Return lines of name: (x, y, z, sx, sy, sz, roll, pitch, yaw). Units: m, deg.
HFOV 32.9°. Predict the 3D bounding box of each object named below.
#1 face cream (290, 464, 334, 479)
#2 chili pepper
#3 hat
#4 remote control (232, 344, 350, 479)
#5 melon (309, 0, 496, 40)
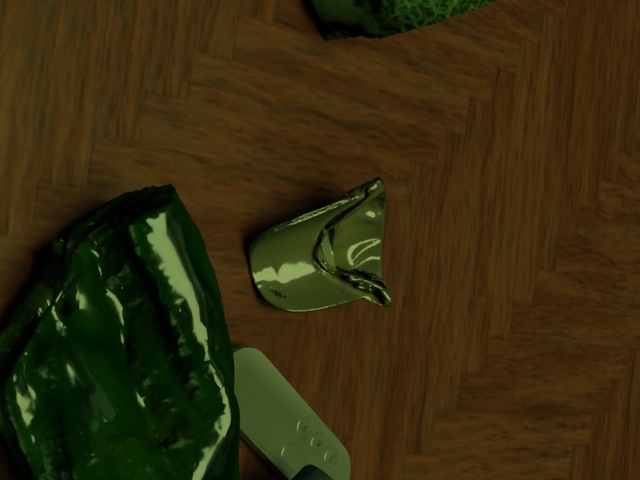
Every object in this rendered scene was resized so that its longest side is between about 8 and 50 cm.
face cream: (-0.116, 0.369, 1.008, 0.385, 0.086, 0.135, -44, 132, -22)
chili pepper: (-0.151, 0.154, 0.906, 0.213, 0.168, 0.384, -19, 106, -47)
hat: (0.000, 0.000, 1.138, 0.175, 0.085, 0.147, -10, 113, -23)
remote control: (-0.040, 0.198, 1.133, 0.245, 0.022, 0.077, 54, 54, -35)
melon: (0.142, -0.349, 1.163, 0.331, 0.226, 0.343, 41, 55, 4)
